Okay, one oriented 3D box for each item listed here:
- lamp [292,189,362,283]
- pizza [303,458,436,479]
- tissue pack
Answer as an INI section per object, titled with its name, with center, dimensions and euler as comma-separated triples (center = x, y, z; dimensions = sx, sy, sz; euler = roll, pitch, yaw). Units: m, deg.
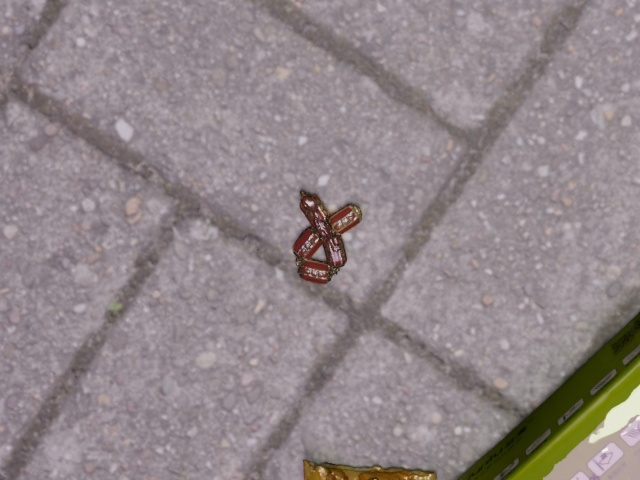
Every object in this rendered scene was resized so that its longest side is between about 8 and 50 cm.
[lamp]
center = 0.000, 0.000, 1.613
dimensions = 0.063, 0.031, 0.083
euler = 17, 105, 2
[pizza]
center = 0.083, 0.307, 1.646
dimensions = 0.134, 0.056, 0.271
euler = -30, 94, 1
[tissue pack]
center = 0.277, 0.225, 1.562
dimensions = 0.200, 0.167, 0.275
euler = 45, 102, -2
